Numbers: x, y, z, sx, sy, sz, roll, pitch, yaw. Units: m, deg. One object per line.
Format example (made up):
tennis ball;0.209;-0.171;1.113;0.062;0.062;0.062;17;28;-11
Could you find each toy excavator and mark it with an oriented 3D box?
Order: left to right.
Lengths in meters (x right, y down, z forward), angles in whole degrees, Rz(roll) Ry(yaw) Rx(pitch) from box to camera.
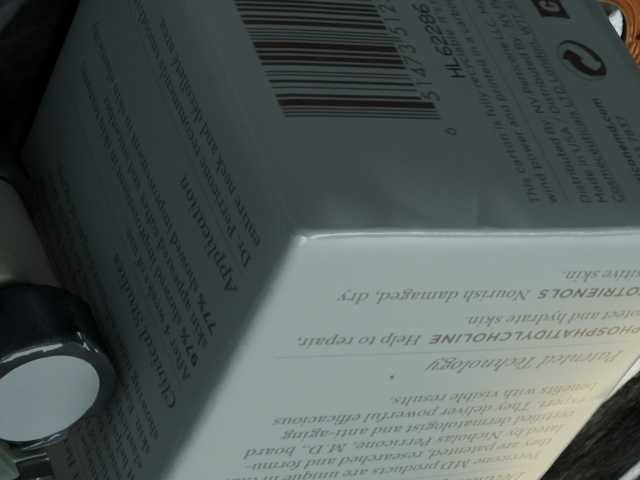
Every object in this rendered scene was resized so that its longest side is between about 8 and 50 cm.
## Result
toy excavator;-0.427;0.092;1.195;0.445;0.222;0.433;16;124;-42

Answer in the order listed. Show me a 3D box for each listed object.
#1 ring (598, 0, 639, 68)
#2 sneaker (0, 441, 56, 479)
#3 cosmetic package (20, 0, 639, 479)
ring;0.200;-0.133;1.734;0.336;0.032;0.336;-28;152;-16
sneaker;-0.184;0.129;1.500;0.330;0.146;0.122;-8;143;-6
cosmetic package;0.000;0.000;1.299;0.327;0.329;0.394;-2;141;-30
